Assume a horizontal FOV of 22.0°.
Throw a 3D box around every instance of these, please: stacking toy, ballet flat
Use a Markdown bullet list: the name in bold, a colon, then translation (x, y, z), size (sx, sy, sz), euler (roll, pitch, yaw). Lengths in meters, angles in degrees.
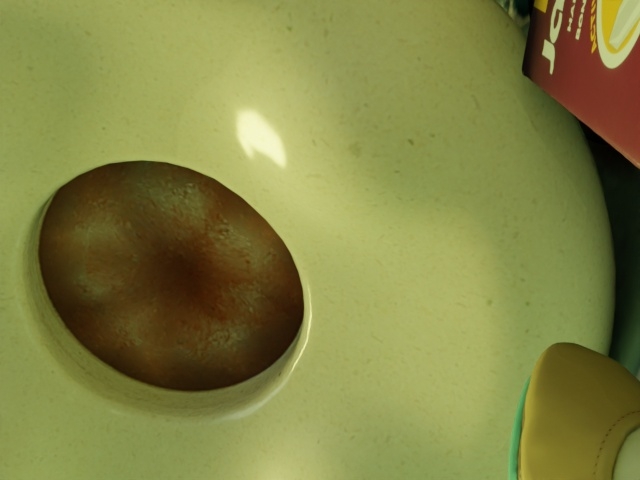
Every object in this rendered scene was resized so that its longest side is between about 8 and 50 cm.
- **stacking toy**: translation (-0.025, -0.075, 0.823), size (0.480, 0.350, 0.350), euler (-68, -3, -60)
- **ballet flat**: translation (0.100, 0.119, 0.453), size (0.073, 0.080, 0.232), euler (-32, 41, 37)

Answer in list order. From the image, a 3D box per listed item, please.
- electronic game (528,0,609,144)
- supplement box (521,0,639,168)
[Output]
- **electronic game**: translation (0.128, -0.152, 0.662), size (0.229, 0.048, 0.229), euler (-175, 90, -83)
- **supplement box**: translation (0.119, -0.077, 0.463), size (0.188, 0.081, 0.104), euler (-101, 21, -77)
